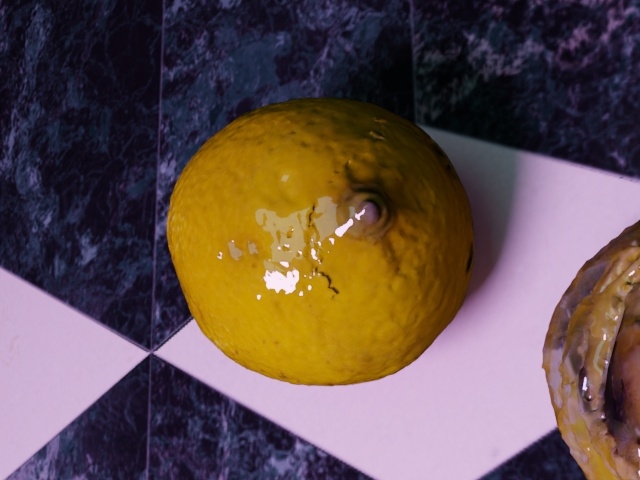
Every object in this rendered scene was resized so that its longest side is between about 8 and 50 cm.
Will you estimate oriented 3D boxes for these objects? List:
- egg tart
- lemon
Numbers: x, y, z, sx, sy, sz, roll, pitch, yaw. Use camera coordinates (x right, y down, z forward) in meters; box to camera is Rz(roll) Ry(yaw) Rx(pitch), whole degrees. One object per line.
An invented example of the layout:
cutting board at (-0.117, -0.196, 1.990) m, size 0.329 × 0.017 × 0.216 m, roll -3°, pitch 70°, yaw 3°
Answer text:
egg tart at (0.266, 0.098, 0.651) m, size 0.297 × 0.132 × 0.297 m, roll -9°, pitch 74°, yaw 32°
lemon at (-0.006, -0.002, 0.829) m, size 0.254 × 0.228 × 0.228 m, roll 16°, pitch 88°, yaw 47°
